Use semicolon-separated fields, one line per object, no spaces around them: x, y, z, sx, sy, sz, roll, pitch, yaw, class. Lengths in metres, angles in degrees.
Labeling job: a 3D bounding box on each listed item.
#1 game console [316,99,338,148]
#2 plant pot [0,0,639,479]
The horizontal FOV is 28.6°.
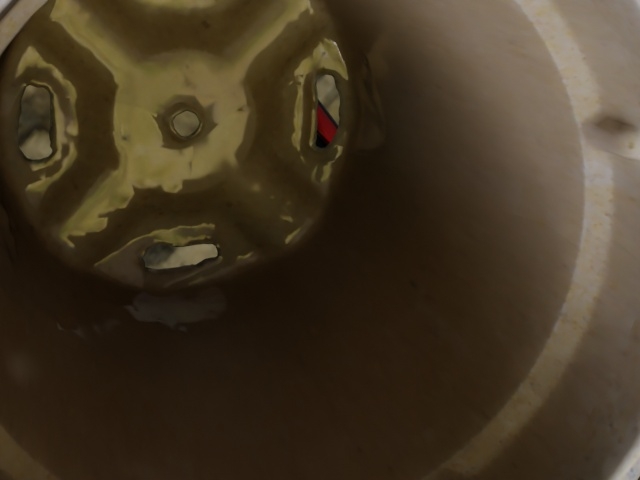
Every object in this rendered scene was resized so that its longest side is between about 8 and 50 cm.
0.000;0.000;1.229;0.060;0.342;0.386;-30;-109;-16;game console
-0.040;-0.027;0.595;0.334;0.333;0.305;28;-172;-24;plant pot
